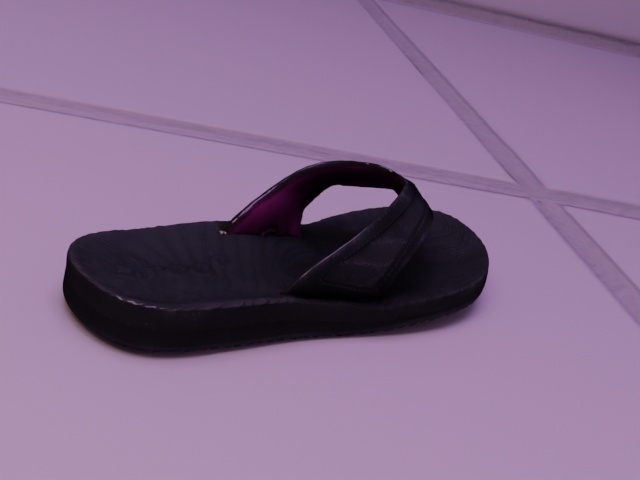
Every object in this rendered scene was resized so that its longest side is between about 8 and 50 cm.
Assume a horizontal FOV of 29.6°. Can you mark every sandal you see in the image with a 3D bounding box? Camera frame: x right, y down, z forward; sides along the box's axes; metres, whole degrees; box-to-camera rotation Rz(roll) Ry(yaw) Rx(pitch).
[{"bbox_3d":[0.001,0.001,1.009,0.446,0.107,0.168,-8,32,-46],"label":"sandal"}]
